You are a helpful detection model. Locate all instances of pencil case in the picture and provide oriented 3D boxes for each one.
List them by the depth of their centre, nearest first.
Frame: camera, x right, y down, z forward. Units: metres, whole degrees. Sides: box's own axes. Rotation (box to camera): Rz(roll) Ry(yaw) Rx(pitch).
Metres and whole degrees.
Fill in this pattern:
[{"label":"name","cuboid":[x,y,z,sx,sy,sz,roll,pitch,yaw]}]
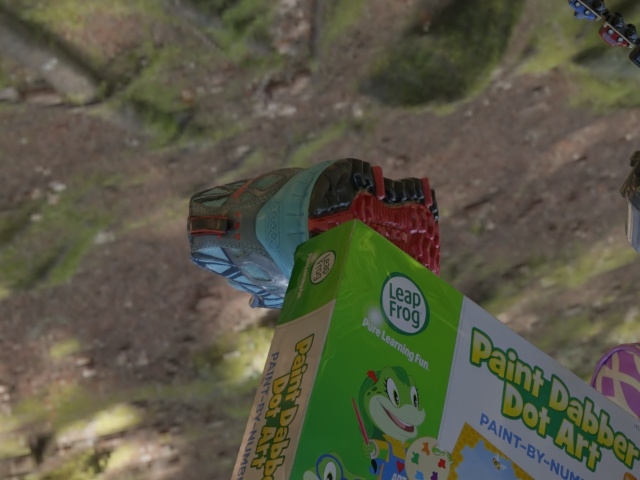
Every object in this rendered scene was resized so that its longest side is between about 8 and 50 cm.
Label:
[{"label":"pencil case","cuboid":[0.316,0.127,1.107,0.206,0.088,0.086,3,136,-29]}]

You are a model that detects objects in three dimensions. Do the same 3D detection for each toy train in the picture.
[{"label":"toy train","cuboid":[0.352,-0.250,1.632,0.158,0.027,0.036,37,115,-14]}]

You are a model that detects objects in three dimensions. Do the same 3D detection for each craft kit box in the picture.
[{"label":"craft kit box","cuboid":[0.066,0.155,0.709,0.250,0.246,0.061,34,139,-26]}]

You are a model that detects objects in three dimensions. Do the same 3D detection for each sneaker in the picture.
[{"label":"sneaker","cuboid":[0.000,0.000,0.886,0.125,0.104,0.262,-1,168,22]}]

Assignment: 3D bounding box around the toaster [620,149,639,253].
[{"label":"toaster","cuboid":[0.431,-0.022,1.470,0.129,0.227,0.146,-57,164,-15]}]
